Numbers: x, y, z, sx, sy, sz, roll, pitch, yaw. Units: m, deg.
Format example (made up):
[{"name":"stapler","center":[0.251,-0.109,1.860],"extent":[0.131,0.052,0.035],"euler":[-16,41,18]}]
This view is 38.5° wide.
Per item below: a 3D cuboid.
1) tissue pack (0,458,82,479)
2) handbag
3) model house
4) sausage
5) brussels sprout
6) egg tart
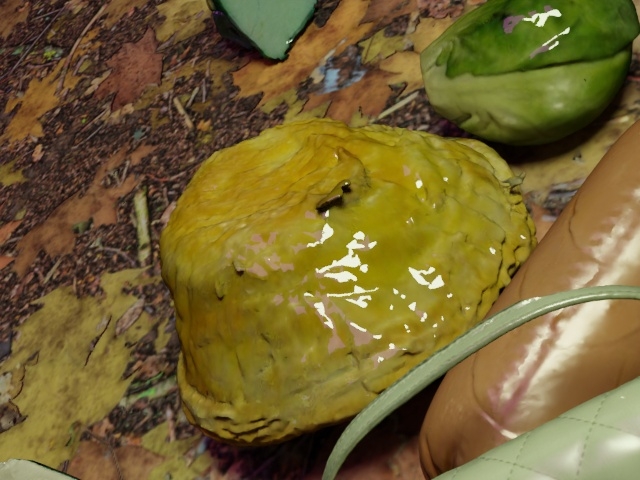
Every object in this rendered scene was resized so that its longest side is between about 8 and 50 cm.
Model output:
[{"name":"tissue pack","center":[-0.160,0.232,0.652],"extent":[0.103,0.170,0.090],"euler":[1,54,36]},{"name":"handbag","center":[0.122,0.147,0.482],"extent":[0.256,0.219,0.079],"euler":[-31,8,12]},{"name":"model house","center":[-0.101,-0.303,1.125],"extent":[0.119,0.148,0.149],"euler":[-57,30,-12]},{"name":"sausage","center":[0.180,0.052,0.595],"extent":[0.121,0.121,0.304],"euler":[26,74,47]},{"name":"brussels sprout","center":[0.179,-0.154,0.770],"extent":[0.183,0.131,0.145],"euler":[-33,36,2]},{"name":"egg tart","center":[0.000,0.000,0.737],"extent":[0.339,0.153,0.351],"euler":[-21,32,22]}]
